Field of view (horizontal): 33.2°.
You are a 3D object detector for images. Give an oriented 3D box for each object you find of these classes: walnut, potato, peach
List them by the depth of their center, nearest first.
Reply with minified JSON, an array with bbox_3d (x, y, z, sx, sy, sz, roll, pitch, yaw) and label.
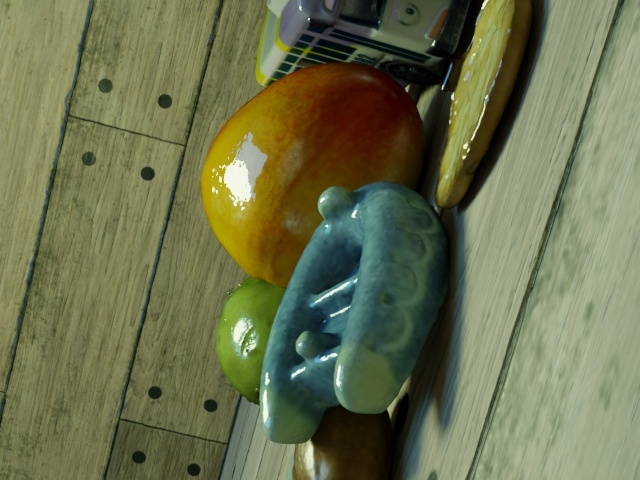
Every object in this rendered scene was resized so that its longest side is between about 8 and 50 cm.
[{"bbox_3d":[0.024,0.231,1.147,0.207,0.116,0.115,-85,11,-50],"label":"walnut"},{"bbox_3d":[-0.005,-0.095,1.420,0.289,0.289,0.307,-87,8,-63],"label":"peach"},{"bbox_3d":[-0.057,0.143,1.683,0.304,0.216,0.215,-43,-32,-79],"label":"potato"}]

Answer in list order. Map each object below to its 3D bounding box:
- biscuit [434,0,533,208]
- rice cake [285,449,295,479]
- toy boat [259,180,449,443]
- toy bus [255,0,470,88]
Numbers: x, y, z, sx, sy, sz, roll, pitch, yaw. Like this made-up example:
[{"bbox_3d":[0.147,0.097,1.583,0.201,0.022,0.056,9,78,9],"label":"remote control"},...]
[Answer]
[{"bbox_3d":[0.164,-0.152,1.094,0.203,0.041,0.260,-99,23,-68],"label":"biscuit"},{"bbox_3d":[-0.027,0.376,1.504,0.066,0.063,0.336,-91,17,-68],"label":"rice cake"},{"bbox_3d":[0.022,0.054,1.136,0.215,0.123,0.330,-32,25,46],"label":"toy boat"},{"bbox_3d":[0.050,-0.328,1.485,0.440,0.249,0.209,164,120,-78],"label":"toy bus"}]
